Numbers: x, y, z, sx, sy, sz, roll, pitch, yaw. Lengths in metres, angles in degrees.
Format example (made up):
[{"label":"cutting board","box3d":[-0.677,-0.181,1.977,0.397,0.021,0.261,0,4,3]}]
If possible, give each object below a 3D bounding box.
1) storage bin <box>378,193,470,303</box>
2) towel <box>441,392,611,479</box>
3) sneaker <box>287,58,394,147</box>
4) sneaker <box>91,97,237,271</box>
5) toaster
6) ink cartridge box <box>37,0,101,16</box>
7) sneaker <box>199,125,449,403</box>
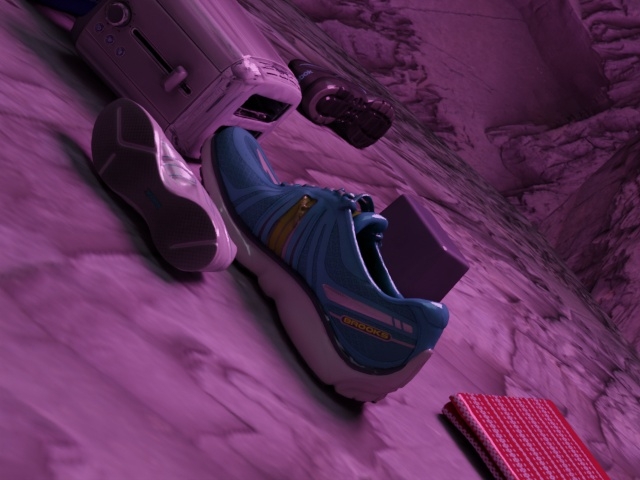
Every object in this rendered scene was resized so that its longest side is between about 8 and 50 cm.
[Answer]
[{"label":"storage bin","box3d":[0.101,0.021,0.955,0.098,0.091,0.135,32,20,-40]},{"label":"towel","box3d":[0.230,0.235,0.838,0.275,0.031,0.198,19,31,-55]},{"label":"sneaker","box3d":[0.039,-0.242,1.492,0.106,0.101,0.267,50,15,29]},{"label":"sneaker","box3d":[-0.113,-0.036,0.621,0.152,0.054,0.061,56,8,18]},{"label":"toaster","box3d":[-0.112,-0.160,0.809,0.146,0.129,0.227,51,13,8]},{"label":"ink cartridge box","box3d":[-0.288,-0.313,0.870,0.332,0.065,0.165,46,15,10]},{"label":"sneaker","box3d":[0.000,0.000,0.698,0.275,0.110,0.107,52,16,27]}]
